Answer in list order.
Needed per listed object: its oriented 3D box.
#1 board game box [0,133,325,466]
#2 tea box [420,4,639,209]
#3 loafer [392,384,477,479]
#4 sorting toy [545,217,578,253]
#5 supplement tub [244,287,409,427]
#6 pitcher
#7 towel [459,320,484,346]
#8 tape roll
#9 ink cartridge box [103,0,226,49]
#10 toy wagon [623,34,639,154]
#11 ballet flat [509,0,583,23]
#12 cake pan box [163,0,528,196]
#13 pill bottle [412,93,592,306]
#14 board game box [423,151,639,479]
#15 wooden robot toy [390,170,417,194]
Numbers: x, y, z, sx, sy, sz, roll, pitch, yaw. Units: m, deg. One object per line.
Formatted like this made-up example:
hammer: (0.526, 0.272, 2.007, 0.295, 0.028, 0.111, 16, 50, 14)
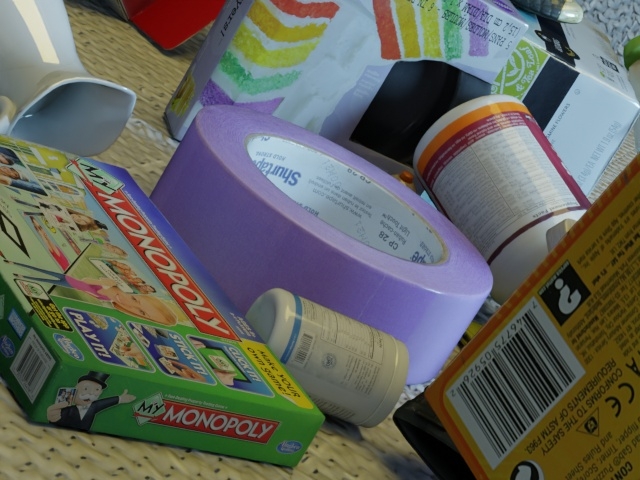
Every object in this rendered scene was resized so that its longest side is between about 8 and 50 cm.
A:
board game box: (-0.158, 0.026, 1.304, 0.213, 0.046, 0.317, 15, 23, -41)
tea box: (0.131, -0.173, 2.068, 0.324, 0.220, 0.329, 27, 17, -9)
loafer: (0.126, 0.184, 1.313, 0.078, 0.076, 0.223, -21, 52, -19)
sorting toy: (0.325, 0.111, 1.613, 0.255, 0.089, 0.257, 19, 50, -35)
supplement tub: (0.000, 0.082, 1.367, 0.107, 0.071, 0.071, 24, 18, -24)
pitcher: (-0.269, -0.153, 1.527, 0.178, 0.125, 0.207, -12, 55, -45)
towel: (0.219, 0.124, 1.720, 0.237, 0.021, 0.102, 21, 14, -27)
tape roll: (0.000, 0.000, 1.573, 0.275, 0.090, 0.275, 29, 16, -9)
ink cartridge box: (-0.136, -0.388, 2.058, 0.272, 0.309, 0.130, 42, -17, 31)
toy wagon: (0.394, -0.049, 2.128, 0.344, 0.068, 0.267, 56, 29, -49)
ballet flat: (0.195, -0.274, 1.997, 0.173, 0.049, 0.057, 31, 19, 1)
cake pan box: (0.026, -0.157, 1.802, 0.267, 0.245, 0.070, 24, 22, -26)
pill bottle: (0.183, -0.015, 1.753, 0.121, 0.121, 0.221, 10, 43, -50)
board game box: (0.361, 0.124, 1.191, 0.356, 0.356, 0.356, 14, 35, -44)
wooden robot toy: (0.066, -0.022, 1.767, 0.173, 0.079, 0.076, 33, 17, 10)
